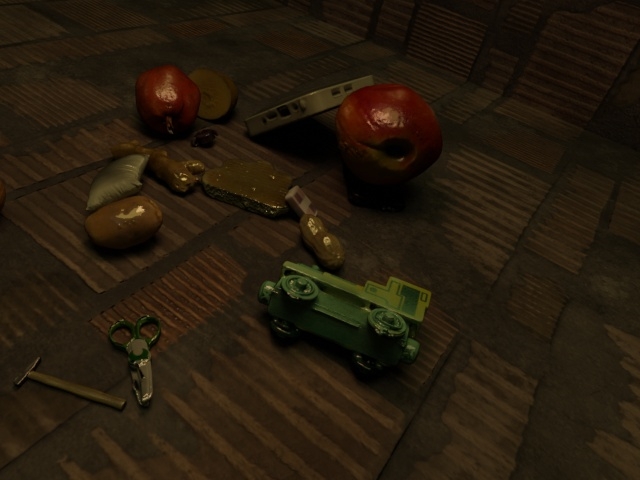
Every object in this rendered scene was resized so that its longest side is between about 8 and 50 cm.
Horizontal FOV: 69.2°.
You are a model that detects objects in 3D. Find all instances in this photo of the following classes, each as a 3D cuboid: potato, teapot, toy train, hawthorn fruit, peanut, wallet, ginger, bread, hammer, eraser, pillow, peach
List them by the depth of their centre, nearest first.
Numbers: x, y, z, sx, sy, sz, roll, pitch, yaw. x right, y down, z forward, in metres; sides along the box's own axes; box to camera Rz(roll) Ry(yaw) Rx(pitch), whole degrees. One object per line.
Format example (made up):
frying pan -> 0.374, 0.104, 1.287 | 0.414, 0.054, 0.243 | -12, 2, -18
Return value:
hammer -> -0.446, 0.265, 0.843 | 0.199, 0.013, 0.062 | 17, 40, 3
toy train -> 0.051, 0.148, 1.040 | 0.369, 0.150, 0.237 | 22, 31, 9
potato -> -0.469, -0.041, 1.118 | 0.178, 0.109, 0.118 | -24, 35, -15
pillow -> -0.522, -0.159, 1.215 | 0.144, 0.078, 0.254 | -20, 29, -4
peanut -> 0.000, 0.000, 1.239 | 0.082, 0.082, 0.187 | -15, 49, -31
eraser -> -0.054, -0.103, 1.341 | 0.105, 0.026, 0.065 | 50, 32, -20
ginger -> -0.487, -0.225, 1.360 | 0.299, 0.065, 0.118 | 21, 58, 10
bread -> -0.200, -0.168, 1.396 | 0.286, 0.056, 0.207 | 23, 43, 9
peach -> 0.209, -0.336, 1.457 | 0.372, 0.290, 0.373 | 0, 35, 0
hawthorn fruit -> -0.501, -0.440, 1.519 | 0.211, 0.211, 0.299 | 0, 50, -17
teapot -> -0.388, -0.341, 1.554 | 0.100, 0.045, 0.068 | -34, 33, -22
wallet -> 0.170, -0.233, 1.592 | 0.197, 0.051, 0.377 | 8, 40, -12
potato -> -0.380, -0.541, 1.716 | 0.203, 0.178, 0.158 | 3, 18, 25

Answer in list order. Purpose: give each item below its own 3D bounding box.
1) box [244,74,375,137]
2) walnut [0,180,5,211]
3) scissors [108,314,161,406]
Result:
box -> -0.038, -0.477, 1.631 | 0.367, 0.090, 0.373 | -7, 18, 44
walnut -> -0.822, -0.093, 1.040 | 0.165, 0.165, 0.197 | 20, 32, 7
scissors -> -0.351, 0.230, 0.903 | 0.101, 0.027, 0.204 | -10, 43, -23
